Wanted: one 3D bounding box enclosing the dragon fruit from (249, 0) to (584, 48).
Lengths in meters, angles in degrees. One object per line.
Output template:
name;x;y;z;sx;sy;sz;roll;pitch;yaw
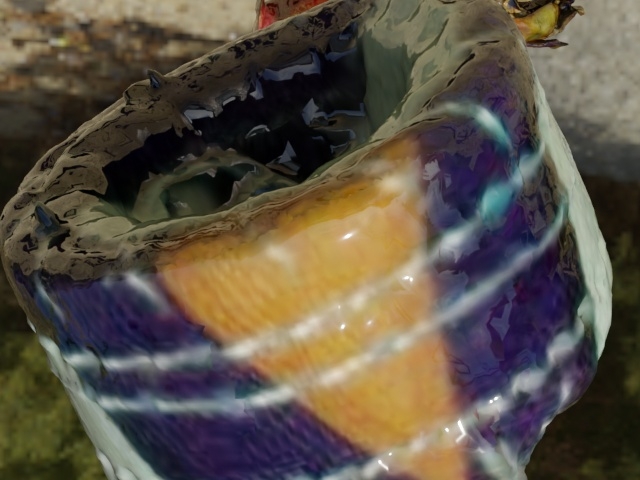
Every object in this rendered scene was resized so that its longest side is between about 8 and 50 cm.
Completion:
dragon fruit;0.069;-0.140;0.991;0.246;0.125;0.125;-7;177;-22

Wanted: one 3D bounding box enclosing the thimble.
thimble;0.000;0.000;0.601;0.237;0.150;0.237;-19;-154;10
